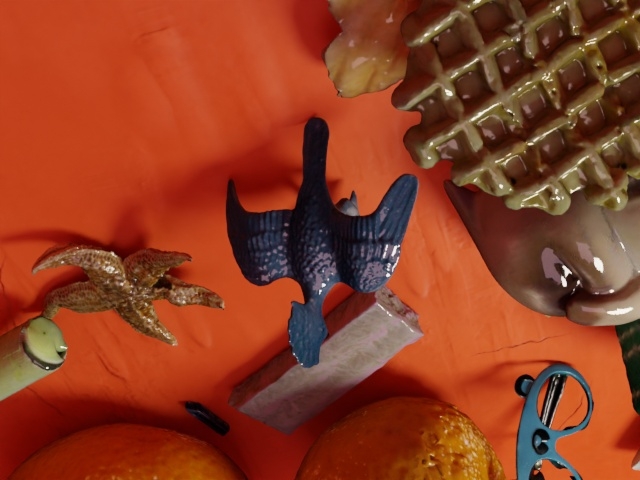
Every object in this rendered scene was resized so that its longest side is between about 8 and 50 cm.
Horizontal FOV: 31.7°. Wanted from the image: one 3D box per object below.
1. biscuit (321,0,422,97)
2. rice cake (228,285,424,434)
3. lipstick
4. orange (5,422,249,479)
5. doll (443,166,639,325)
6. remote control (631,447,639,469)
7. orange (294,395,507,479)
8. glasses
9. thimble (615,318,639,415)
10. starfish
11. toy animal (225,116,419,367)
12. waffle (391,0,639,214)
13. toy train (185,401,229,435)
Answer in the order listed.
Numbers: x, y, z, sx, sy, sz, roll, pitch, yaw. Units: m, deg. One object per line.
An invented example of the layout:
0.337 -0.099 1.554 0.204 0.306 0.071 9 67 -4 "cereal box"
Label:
0.055 -0.224 1.124 0.118 0.061 0.183 -6 137 -1 "biscuit"
0.008 0.166 1.510 0.106 0.050 0.298 31 124 -30 "rice cake"
-0.445 0.185 1.454 0.304 0.076 0.076 -30 130 31 "lipstick"
-0.271 0.457 1.581 0.424 0.326 0.424 -1 136 -1 "orange"
0.343 -0.032 1.223 0.370 0.226 0.215 -26 143 18 "doll"
0.548 0.238 1.629 0.103 0.051 0.293 8 130 -13 "remote control"
0.110 0.387 1.541 0.293 0.340 0.340 -26 131 21 "orange"
0.333 0.304 1.582 0.102 0.239 0.207 1 158 22 "glasses"
0.516 0.129 1.379 0.288 0.167 0.254 -17 163 18 "thimble"
-0.235 0.067 1.383 0.277 0.062 0.236 -25 133 30 "starfish"
0.000 0.000 1.247 0.239 0.176 0.255 -3 112 21 "toy animal"
0.220 -0.180 1.075 0.292 0.056 0.309 16 99 -9 "waffle"
-0.161 0.252 1.603 0.017 0.017 0.083 -31 130 20 "toy train"
